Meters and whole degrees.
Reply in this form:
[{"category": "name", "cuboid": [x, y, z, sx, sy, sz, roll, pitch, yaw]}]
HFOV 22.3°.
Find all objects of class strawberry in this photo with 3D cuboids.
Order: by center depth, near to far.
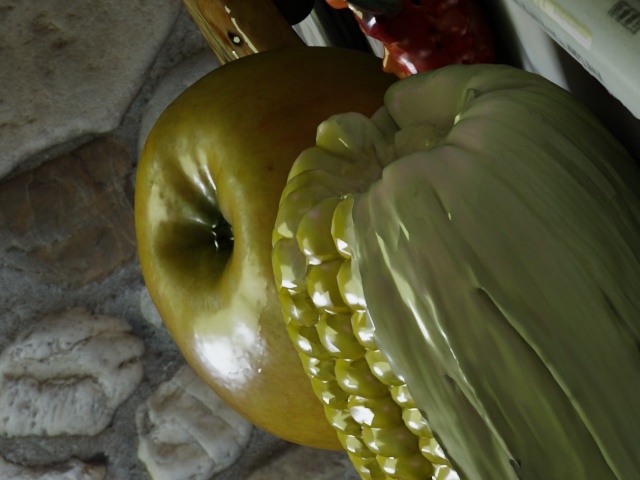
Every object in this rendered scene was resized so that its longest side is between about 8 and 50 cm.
[{"category": "strawberry", "cuboid": [0.035, -0.084, 0.598, 0.104, 0.048, 0.152, 55, -171, 31]}]

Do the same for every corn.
[{"category": "corn", "cuboid": [0.089, 0.083, 0.526, 0.123, 0.122, 0.305, -2, 129, 40]}]

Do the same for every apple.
[{"category": "apple", "cuboid": [0.000, 0.000, 0.731, 0.155, 0.182, 0.182, 11, -138, -46]}]

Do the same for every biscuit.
[{"category": "biscuit", "cuboid": [-0.010, -0.089, 1.197, 0.359, 0.046, 0.359, 53, 178, 3]}]

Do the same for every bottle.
[{"category": "bottle", "cuboid": [-0.029, -0.192, 1.175, 0.045, 0.045, 0.096, 63, 177, 15]}]

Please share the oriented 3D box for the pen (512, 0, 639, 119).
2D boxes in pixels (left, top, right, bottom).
[{"category": "pen", "cuboid": [0.064, -0.049, 0.357, 0.028, 0.028, 0.239, 64, 180, -30]}]
